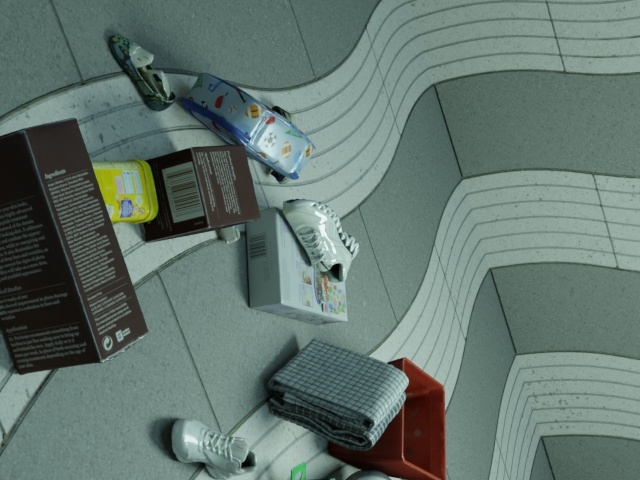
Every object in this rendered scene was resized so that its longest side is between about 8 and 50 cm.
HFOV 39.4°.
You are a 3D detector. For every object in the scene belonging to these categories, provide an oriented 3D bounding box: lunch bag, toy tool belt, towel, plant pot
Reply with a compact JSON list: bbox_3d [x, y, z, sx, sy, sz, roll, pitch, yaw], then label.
[{"bbox_3d":[-0.164,-0.256,2.052,0.115,0.243,0.303,-58,143,-4],"label":"lunch bag"},{"bbox_3d":[-0.213,-0.036,2.055,0.051,0.052,0.083,-122,-163,-79],"label":"toy tool belt"},{"bbox_3d":[0.041,0.369,2.129,0.235,0.284,0.121,-39,140,-55],"label":"towel"},{"bbox_3d":[0.167,0.484,2.338,0.267,0.236,0.267,40,45,-49],"label":"plant pot"}]

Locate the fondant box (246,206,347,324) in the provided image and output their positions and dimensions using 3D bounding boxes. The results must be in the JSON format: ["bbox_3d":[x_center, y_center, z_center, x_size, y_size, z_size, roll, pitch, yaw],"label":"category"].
[{"bbox_3d":[-0.055,0.073,2.244,0.330,0.096,0.238,22,60,-56],"label":"fondant box"}]

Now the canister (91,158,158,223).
[{"bbox_3d":[-0.397,-0.093,1.704,0.170,0.073,0.126,-8,86,-61],"label":"canister"}]

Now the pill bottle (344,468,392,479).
[{"bbox_3d":[0.122,0.643,2.156,0.283,0.161,0.160,88,-5,-80],"label":"pill bottle"}]

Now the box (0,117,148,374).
[{"bbox_3d":[-0.444,0.012,1.453,0.143,0.191,0.381,-36,112,-60],"label":"box"}]

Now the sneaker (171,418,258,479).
[{"bbox_3d":[-0.206,0.414,1.806,0.232,0.115,0.090,42,44,-48],"label":"sneaker"}]

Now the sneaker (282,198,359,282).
[{"bbox_3d":[0.000,0.000,2.173,0.292,0.110,0.118,46,50,-44],"label":"sneaker"}]

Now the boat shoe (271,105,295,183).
[{"bbox_3d":[-0.108,-0.249,2.300,0.073,0.080,0.223,36,44,-44],"label":"boat shoe"}]

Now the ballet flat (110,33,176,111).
[{"bbox_3d":[-0.364,-0.358,1.878,0.188,0.070,0.070,57,34,-33],"label":"ballet flat"}]

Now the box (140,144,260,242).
[{"bbox_3d":[-0.259,-0.099,1.859,0.203,0.167,0.168,-13,90,-62],"label":"box"}]

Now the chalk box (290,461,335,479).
[{"bbox_3d":[-0.041,0.613,2.017,0.132,0.132,0.212,-4,82,-61],"label":"chalk box"}]
